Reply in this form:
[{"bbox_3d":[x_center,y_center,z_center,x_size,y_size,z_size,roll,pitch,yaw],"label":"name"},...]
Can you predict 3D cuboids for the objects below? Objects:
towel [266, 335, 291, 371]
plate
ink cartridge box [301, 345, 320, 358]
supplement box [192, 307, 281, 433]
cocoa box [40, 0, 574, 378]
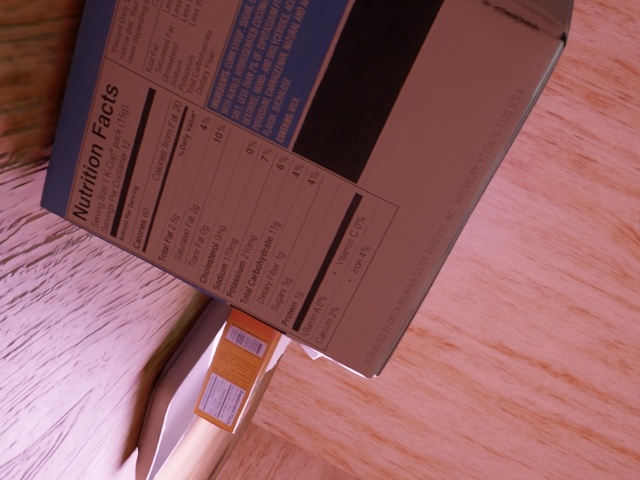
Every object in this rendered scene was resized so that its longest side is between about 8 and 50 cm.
[{"bbox_3d":[-0.107,0.177,1.573,0.187,0.049,0.282,-20,150,-50],"label":"towel"},{"bbox_3d":[-0.197,0.207,1.246,0.278,0.045,0.277,-59,175,-47],"label":"plate"},{"bbox_3d":[0.000,0.000,1.474,0.130,0.272,0.309,-29,-163,34],"label":"ink cartridge box"},{"bbox_3d":[-0.114,0.172,1.215,0.233,0.080,0.078,-64,174,35],"label":"supplement box"},{"bbox_3d":[0.018,-0.128,0.560,0.231,0.228,0.347,-66,176,32],"label":"cocoa box"}]
